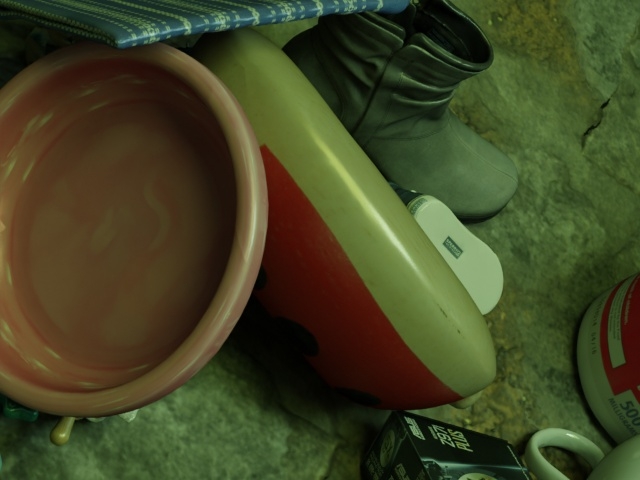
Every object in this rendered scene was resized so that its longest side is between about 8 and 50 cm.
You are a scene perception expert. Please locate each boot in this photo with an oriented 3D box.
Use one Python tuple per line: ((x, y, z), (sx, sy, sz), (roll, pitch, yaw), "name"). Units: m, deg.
((0.127, 0.004, 1.701), (0.069, 0.086, 0.190), (-47, 131, -11), "boot")
((0.118, -0.145, 1.665), (0.338, 0.222, 0.118), (24, 56, -23), "boot")

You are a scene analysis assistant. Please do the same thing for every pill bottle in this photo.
((0.485, 0.087, 1.683), (0.229, 0.407, 0.229), (14, 61, -28), "pill bottle")

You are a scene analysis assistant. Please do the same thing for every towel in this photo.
((-0.113, -0.216, 1.446), (0.336, 0.243, 0.040), (-15, 113, -38), "towel")

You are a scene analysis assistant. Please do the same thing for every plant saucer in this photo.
((-0.183, -0.009, 1.368), (0.084, 0.332, 0.332), (23, 51, -60), "plant saucer")

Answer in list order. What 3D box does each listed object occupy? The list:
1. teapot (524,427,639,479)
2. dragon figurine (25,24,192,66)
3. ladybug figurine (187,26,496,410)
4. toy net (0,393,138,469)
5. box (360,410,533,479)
((0.378, 0.291, 1.661), (0.187, 0.252, 0.256), (-76, 142, -69), "teapot")
((-0.215, -0.215, 1.562), (0.289, 0.085, 0.144), (40, 52, -13), "dragon figurine")
((0.000, 0.000, 1.507), (0.162, 0.305, 0.449), (-38, 99, 0), "ladybug figurine")
((-0.257, 0.148, 1.396), (0.232, 0.045, 0.122), (-13, 47, -40), "toy net")
((0.140, 0.259, 1.527), (0.147, 0.078, 0.180), (19, 23, -25), "box")
